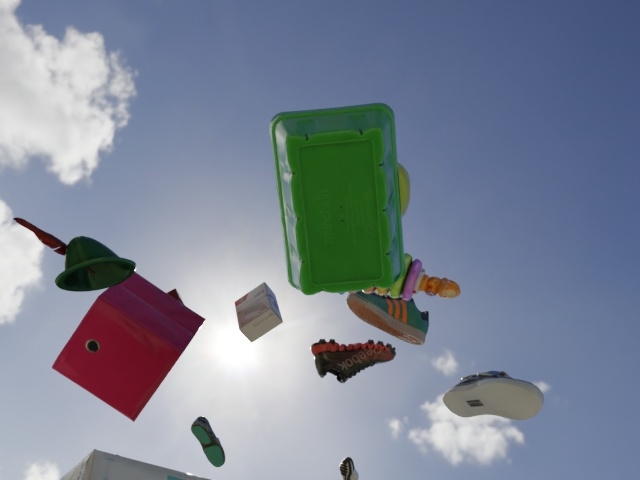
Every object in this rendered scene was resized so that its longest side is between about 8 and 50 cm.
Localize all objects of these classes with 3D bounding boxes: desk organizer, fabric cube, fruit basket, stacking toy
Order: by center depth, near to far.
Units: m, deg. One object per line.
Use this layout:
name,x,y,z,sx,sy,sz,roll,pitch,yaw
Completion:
fruit basket,0.056,-0.087,1.201,0.283,0.391,0.391,-5,-47,2
stacking toy,0.193,0.084,1.448,0.302,0.165,0.175,19,-34,14
fabric cube,-0.514,0.280,1.624,0.258,0.259,0.254,36,-78,-5
desk organizer,-0.482,0.202,1.796,0.130,0.050,0.047,-28,-42,-9

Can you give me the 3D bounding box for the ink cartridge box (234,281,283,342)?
ink cartridge box,-0.203,0.232,1.925,0.128,0.175,0.072,-34,-62,4

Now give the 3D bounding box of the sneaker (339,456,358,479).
sneaker,0.078,0.614,1.568,0.040,0.044,0.109,14,-62,36

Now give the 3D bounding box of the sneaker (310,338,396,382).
sneaker,0.106,0.383,1.870,0.276,0.135,0.097,2,-23,-11

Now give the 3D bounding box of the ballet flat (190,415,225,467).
ballet flat,-0.348,0.632,1.878,0.070,0.070,0.188,-5,-62,29

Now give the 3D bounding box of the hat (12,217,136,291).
hat,-0.550,0.003,1.378,0.173,0.183,0.209,-31,-21,22

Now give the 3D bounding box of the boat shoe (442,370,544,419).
boat shoe,0.415,0.354,1.398,0.108,0.102,0.301,51,-30,-1

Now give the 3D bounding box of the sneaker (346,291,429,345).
sneaker,0.211,0.208,1.815,0.302,0.121,0.108,32,-27,-24

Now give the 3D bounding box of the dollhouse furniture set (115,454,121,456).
dollhouse furniture set,-0.642,0.749,1.806,0.151,0.123,0.144,10,-2,33

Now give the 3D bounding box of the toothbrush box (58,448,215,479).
toothbrush box,-0.346,0.477,0.978,0.216,0.126,0.295,27,-49,-27
